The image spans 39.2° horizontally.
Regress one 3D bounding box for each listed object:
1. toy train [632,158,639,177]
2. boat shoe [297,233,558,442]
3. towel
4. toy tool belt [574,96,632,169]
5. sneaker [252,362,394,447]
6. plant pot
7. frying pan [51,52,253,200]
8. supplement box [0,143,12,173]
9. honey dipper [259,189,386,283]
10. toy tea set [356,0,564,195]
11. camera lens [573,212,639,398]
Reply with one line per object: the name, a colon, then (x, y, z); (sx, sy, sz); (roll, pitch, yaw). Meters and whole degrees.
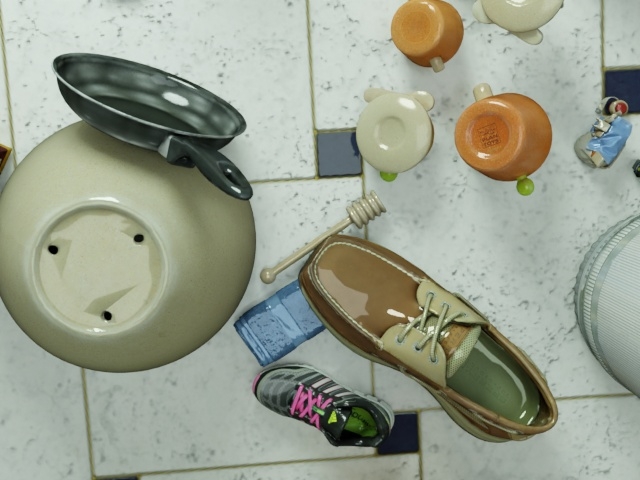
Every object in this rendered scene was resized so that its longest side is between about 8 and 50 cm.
toy train: (0.428, -0.053, 1.018); (0.158, 0.036, 0.027); (22, 113, -7)
boat shoe: (0.128, 0.103, 0.966); (0.324, 0.120, 0.123); (36, 75, -11)
towel: (-0.033, 0.086, 1.011); (0.119, 0.029, 0.067); (-33, 99, 2)
toy tool belt: (0.322, -0.119, 0.996); (0.052, 0.051, 0.083); (30, 94, -8)
sneaker: (0.006, 0.188, 1.004); (0.170, 0.075, 0.063); (22, 96, -6)
plant pot: (-0.206, 0.014, 0.908); (0.284, 0.191, 0.284); (-1, 98, -5)
frying pan: (-0.124, -0.103, 0.859); (0.326, 0.197, 0.053); (36, 114, 30)
supplement box: (-0.439, -0.069, 0.877); (0.191, 0.194, 0.129); (25, 96, -7)
honey dipper: (0.000, 0.000, 1.001); (0.160, 0.030, 0.030); (-34, 99, 3)
toy tea set: (0.169, -0.214, 0.962); (0.200, 0.124, 0.336); (17, 101, 24)
camera lens: (0.400, 0.081, 0.916); (0.219, 0.274, 0.219); (-1, 98, -4)
